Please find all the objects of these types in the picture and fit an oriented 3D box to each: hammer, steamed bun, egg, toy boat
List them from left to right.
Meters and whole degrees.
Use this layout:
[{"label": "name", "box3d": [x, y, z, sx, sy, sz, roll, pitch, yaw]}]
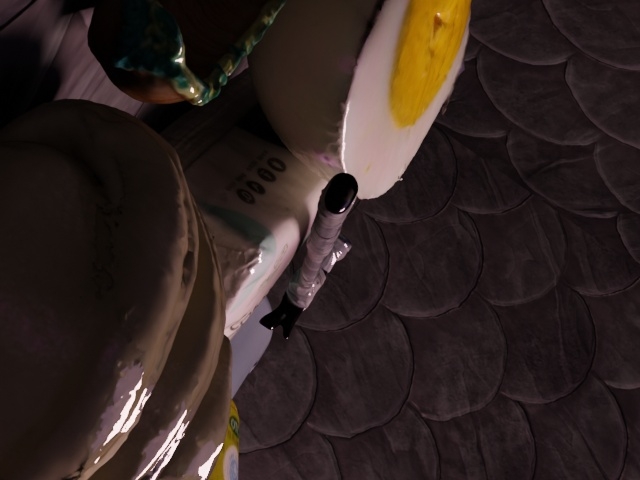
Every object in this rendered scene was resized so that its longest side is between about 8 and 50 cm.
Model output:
[{"label": "steamed bun", "box3d": [-0.182, 0.095, 0.812, 0.352, 0.247, 0.339, -50, 180, 32]}, {"label": "toy boat", "box3d": [-0.083, -0.168, 0.886, 0.099, 0.108, 0.293, -24, -166, 26]}, {"label": "hammer", "box3d": [0.001, 0.001, 1.312, 0.152, 0.044, 0.427, -56, 176, -17]}, {"label": "egg", "box3d": [0.025, -0.213, 1.272, 0.337, 0.201, 0.337, -51, 153, -39]}]

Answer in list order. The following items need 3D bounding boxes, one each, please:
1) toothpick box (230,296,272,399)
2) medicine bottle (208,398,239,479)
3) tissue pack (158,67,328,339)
[{"label": "toothpick box", "box3d": [-0.226, 0.163, 2.066, 0.263, 0.263, 0.355, -55, 180, 43]}, {"label": "medicine bottle", "box3d": [-0.210, 0.247, 1.487, 0.224, 0.224, 0.384, 124, -30, -55]}, {"label": "tissue pack", "box3d": [-0.123, -0.016, 1.376, 0.266, 0.194, 0.356, -54, 179, 32]}]
